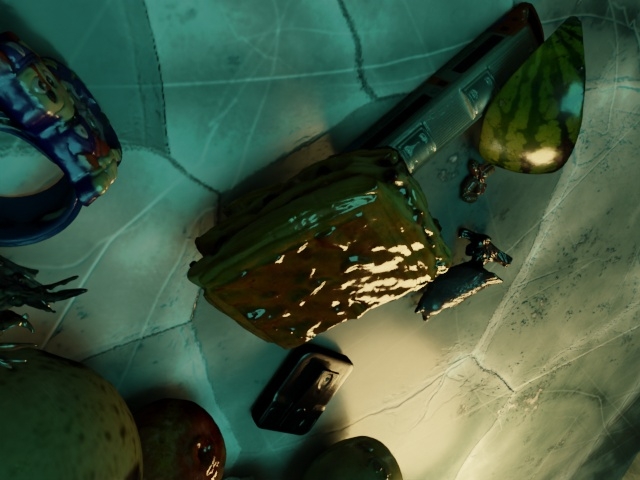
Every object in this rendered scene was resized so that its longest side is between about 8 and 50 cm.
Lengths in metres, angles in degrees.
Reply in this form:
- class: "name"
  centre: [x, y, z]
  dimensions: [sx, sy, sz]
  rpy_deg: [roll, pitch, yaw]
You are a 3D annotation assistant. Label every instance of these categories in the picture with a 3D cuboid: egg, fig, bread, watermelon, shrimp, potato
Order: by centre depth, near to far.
- class: "shrimp"
  centre: [-0.392, 0.058, 0.617]
  dimensions: [0.371, 0.172, 0.137]
  rpy_deg: [-1, 133, 9]
- class: "egg"
  centre: [-0.406, 0.313, 0.653]
  dimensions: [0.428, 0.344, 0.345]
  rpy_deg: [-43, 150, -61]
- class: "bread"
  centre: [0.000, 0.000, 0.826]
  dimensions: [0.324, 0.167, 0.277]
  rpy_deg: [-29, 140, 10]
- class: "watermelon"
  centre: [0.359, -0.183, 0.919]
  dimensions: [0.159, 0.128, 0.303]
  rpy_deg: [-40, 155, -12]
- class: "fig"
  centre: [-0.255, 0.362, 0.926]
  dimensions: [0.205, 0.205, 0.205]
  rpy_deg: [-16, 125, -23]
- class: "potato"
  centre: [0.048, 0.562, 1.186]
  dimensions: [0.243, 0.220, 0.327]
  rpy_deg: [21, 94, -83]

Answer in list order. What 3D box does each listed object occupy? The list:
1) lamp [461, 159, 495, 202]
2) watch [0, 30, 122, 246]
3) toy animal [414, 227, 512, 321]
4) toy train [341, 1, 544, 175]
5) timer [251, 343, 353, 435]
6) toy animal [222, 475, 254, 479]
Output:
- class: "lamp"
  centre: [0.289, -0.108, 1.058]
  dimensions: [0.063, 0.031, 0.083]
  rpy_deg: [5, 119, -33]
- class: "watch"
  centre: [-0.333, -0.096, 0.607]
  dimensions: [0.200, 0.171, 0.196]
  rpy_deg: [-32, 123, 4]
- class: "toy animal"
  centre: [0.286, 0.093, 1.126]
  dimensions: [0.210, 0.117, 0.121]
  rpy_deg: [-53, 137, 5]
- class: "toy train"
  centre: [0.212, -0.221, 0.903]
  dimensions: [0.409, 0.089, 0.086]
  rpy_deg: [-40, 126, -3]
- class: "timer"
  centre: [-0.030, 0.292, 1.093]
  dimensions: [0.144, 0.055, 0.187]
  rpy_deg: [27, 102, -39]
- class: "toy animal"
  centre: [-0.204, 0.570, 1.081]
  dimensions: [0.289, 0.174, 0.249]
  rpy_deg: [-47, 132, 3]
